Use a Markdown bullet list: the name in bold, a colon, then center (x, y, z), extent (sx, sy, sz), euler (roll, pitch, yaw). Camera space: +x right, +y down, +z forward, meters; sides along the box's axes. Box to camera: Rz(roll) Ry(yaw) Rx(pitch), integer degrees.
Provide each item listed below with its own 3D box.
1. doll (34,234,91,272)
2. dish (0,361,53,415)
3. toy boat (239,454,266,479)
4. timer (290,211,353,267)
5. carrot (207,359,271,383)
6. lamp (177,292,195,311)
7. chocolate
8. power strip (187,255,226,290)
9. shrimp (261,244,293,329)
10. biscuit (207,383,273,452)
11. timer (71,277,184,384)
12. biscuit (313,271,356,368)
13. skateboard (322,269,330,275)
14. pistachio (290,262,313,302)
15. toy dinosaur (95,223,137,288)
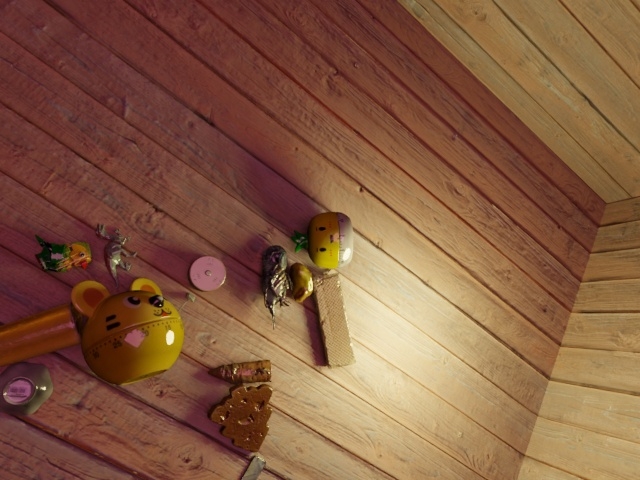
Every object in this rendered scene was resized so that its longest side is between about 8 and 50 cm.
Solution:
- **doll**: center (-0.954, 0.051, 1.590), extent (0.186, 0.106, 0.134), euler (2, 70, -23)
- **dish**: center (-1.044, 0.520, 1.493), extent (0.191, 0.066, 0.190), euler (4, 79, -23)
- **toy boat**: center (-0.279, 0.958, 1.779), extent (0.063, 0.016, 0.115), euler (39, 69, -13)
- **timer**: center (0.000, 0.000, 1.944), extent (0.285, 0.285, 0.285), euler (4, 79, -23)
- **carrot**: center (-0.336, 0.549, 1.792), extent (0.263, 0.102, 0.101), euler (5, 79, -18)
- **lamp**: center (-0.593, 0.299, 1.752), extent (0.050, 0.056, 0.198), euler (45, 78, -12)
- **chocolate**: center (-1.064, 0.345, 1.479), extent (0.446, 0.162, 0.162), euler (-16, 88, -21)
- **power strip**: center (-0.478, 0.138, 1.798), extent (0.154, 0.078, 0.154), euler (4, 80, -22)
- **shrimp**: center (-0.192, 0.190, 1.859), extent (0.137, 0.172, 0.372), euler (-12, 69, 0)
- **biscuit**: center (-0.314, 0.740, 1.773), extent (0.278, 0.043, 0.301), euler (-13, 97, -21)
- **timer**: center (-0.680, 0.306, 1.544), extent (0.376, 0.376, 0.386), euler (-16, 74, -25)
- **biscuit**: center (0.056, 0.365, 1.973), extent (0.144, 0.078, 0.425), euler (-9, 85, -3)
- **skateboard**: center (0.058, 0.180, 2.054), extent (0.064, 0.032, 0.083), euler (-40, 95, -34)
- **pistachio**: center (-0.084, 0.185, 1.939), extent (0.100, 0.110, 0.189), euler (-7, 102, -4)
- **toy dinosaur**: center (-0.814, 0.065, 1.679), extent (0.167, 0.053, 0.242), euler (13, 76, -20)
